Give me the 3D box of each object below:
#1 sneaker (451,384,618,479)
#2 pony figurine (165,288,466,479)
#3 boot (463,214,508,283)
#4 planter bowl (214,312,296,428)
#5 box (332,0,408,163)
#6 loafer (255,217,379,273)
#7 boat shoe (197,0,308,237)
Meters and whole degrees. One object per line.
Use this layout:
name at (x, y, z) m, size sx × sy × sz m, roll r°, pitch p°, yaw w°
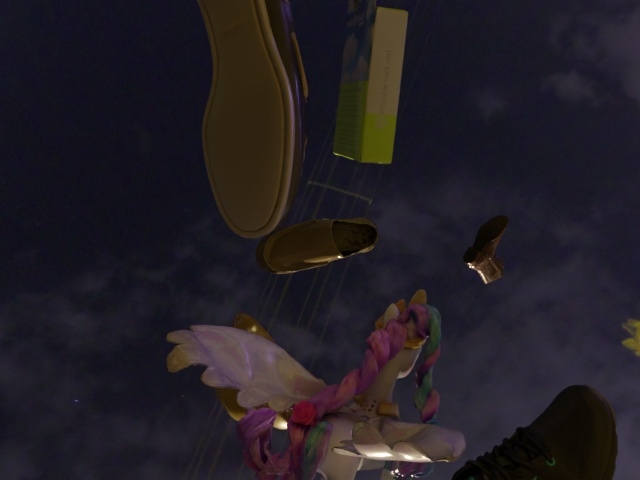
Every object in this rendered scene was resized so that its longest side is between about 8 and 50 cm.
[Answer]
sneaker at (0.210, 0.263, 0.562) m, size 0.106 × 0.101 × 0.267 m, roll 34°, pitch -92°, yaw -15°
pony figurine at (0.015, 0.226, 0.606) m, size 0.303 × 0.351 × 0.363 m, roll 20°, pitch -85°, yaw 30°
boot at (0.303, 0.019, 0.924) m, size 0.106 × 0.037 × 0.114 m, roll -49°, pitch -45°, yaw 8°
planter bowl at (-0.116, 0.236, 0.889) m, size 0.090 × 0.217 × 0.217 m, roll -33°, pitch -96°, yaw 5°
box at (0.053, -0.181, 0.601) m, size 0.042 × 0.109 × 0.178 m, roll 2°, pitch -77°, yaw -15°
loafer at (0.000, 0.000, 0.594) m, size 0.148 × 0.050 × 0.056 m, roll -16°, pitch -93°, yaw -15°
boat shoe at (-0.060, -0.171, 0.537) m, size 0.095 × 0.112 × 0.335 m, roll -6°, pitch -92°, yaw -60°
